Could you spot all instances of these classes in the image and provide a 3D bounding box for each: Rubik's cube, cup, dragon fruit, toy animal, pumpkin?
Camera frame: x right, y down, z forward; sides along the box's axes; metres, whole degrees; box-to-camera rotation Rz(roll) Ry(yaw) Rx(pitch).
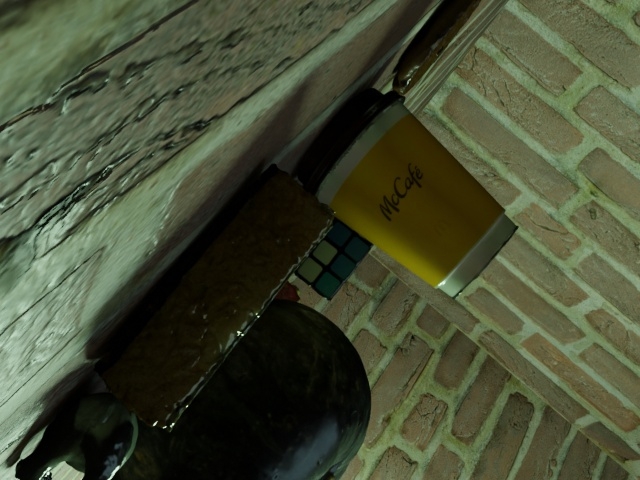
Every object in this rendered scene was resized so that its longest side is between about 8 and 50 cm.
[{"bbox_3d":[0.000,0.000,1.294,0.151,0.154,0.155,-50,179,-5],"label":"Rubik's cube"},{"bbox_3d":[0.115,-0.060,1.015,0.196,0.279,0.196,-47,173,-8],"label":"cup"},{"bbox_3d":[-0.128,0.109,1.639,0.106,0.083,0.162,-28,-158,-23],"label":"dragon fruit"},{"bbox_3d":[-0.251,0.222,0.821,0.121,0.093,0.225,-59,180,-19],"label":"toy animal"},{"bbox_3d":[-0.128,0.293,1.176,0.454,0.344,0.454,-43,159,-21],"label":"pumpkin"}]

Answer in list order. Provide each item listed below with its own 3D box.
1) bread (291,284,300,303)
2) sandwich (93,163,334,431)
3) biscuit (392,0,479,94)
[{"bbox_3d":[-0.131,0.183,1.686,0.138,0.077,0.361,-7,-167,8],"label":"bread"},{"bbox_3d":[-0.113,0.065,0.824,0.273,0.095,0.249,-51,-178,-9],"label":"sandwich"},{"bbox_3d":[0.180,-0.312,1.157,0.212,0.036,0.212,-51,178,-2],"label":"biscuit"}]
